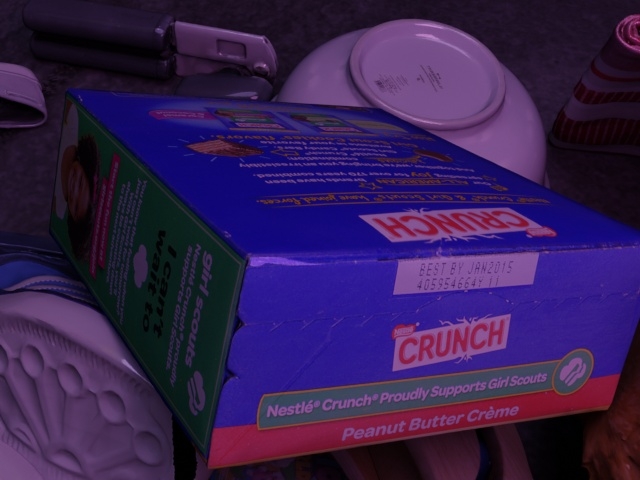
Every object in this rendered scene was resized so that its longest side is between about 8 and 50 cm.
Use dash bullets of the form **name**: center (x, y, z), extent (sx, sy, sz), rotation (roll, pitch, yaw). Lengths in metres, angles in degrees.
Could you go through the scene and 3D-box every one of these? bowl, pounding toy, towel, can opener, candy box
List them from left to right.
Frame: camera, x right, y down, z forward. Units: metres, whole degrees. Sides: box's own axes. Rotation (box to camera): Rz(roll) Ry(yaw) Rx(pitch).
- **can opener**: center (-0.183, -0.191, 1.074), extent (0.284, 0.076, 0.095), rotation (11, 49, 9)
- **candy box**: center (0.000, 0.000, 0.656), extent (0.268, 0.122, 0.317), rotation (-1, 20, -29)
- **bowl**: center (0.087, -0.110, 0.954), extent (0.298, 0.134, 0.297), rotation (5, 49, -6)
- **pounding toy**: center (0.074, 0.106, 0.720), extent (0.154, 0.155, 0.269), rotation (16, 39, -29)
- **towel**: center (0.337, -0.111, 0.884), extent (0.237, 0.329, 0.037), rotation (7, 82, 4)

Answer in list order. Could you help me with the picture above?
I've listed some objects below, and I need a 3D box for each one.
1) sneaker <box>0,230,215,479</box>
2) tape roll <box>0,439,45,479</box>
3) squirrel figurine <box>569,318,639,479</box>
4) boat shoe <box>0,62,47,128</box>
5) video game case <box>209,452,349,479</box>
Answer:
- **sneaker**: center (-0.147, 0.072, 0.758), extent (0.323, 0.130, 0.236), rotation (11, 18, 32)
- **tape roll**: center (-0.260, 0.254, 0.626), extent (0.246, 0.169, 0.246), rotation (0, 50, -1)
- **squirrel figurine**: center (0.370, 0.139, 0.678), extent (0.371, 0.281, 0.397), rotation (33, 30, 1)
- **boat shoe**: center (-0.353, -0.138, 1.001), extent (0.184, 0.066, 0.063), rotation (4, 46, -49)
- **video game case**: center (0.005, 0.164, 0.812), extent (0.166, 0.015, 0.119), rotation (8, 49, 5)
